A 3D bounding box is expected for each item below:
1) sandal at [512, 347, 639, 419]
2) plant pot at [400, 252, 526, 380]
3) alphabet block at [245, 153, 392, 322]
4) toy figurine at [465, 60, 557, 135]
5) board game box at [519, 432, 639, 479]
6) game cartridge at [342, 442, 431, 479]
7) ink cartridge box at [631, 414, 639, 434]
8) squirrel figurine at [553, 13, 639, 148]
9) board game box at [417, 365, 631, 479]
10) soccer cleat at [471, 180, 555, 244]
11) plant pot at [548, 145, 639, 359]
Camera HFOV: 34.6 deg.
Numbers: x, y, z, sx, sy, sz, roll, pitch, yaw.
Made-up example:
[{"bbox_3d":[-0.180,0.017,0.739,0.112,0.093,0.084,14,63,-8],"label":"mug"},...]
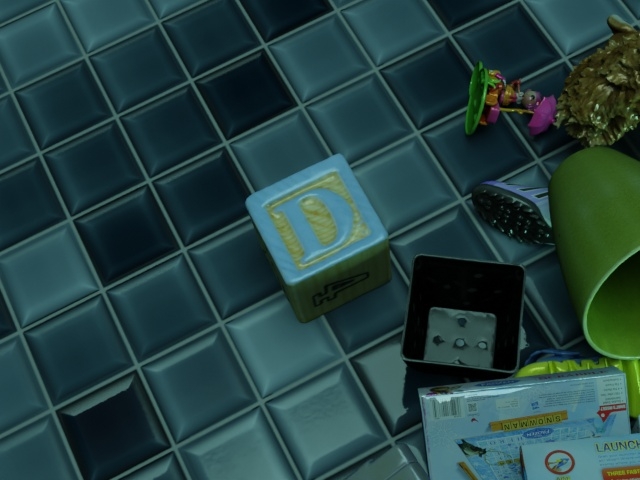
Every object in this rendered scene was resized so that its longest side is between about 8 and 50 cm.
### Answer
[{"bbox_3d":[0.463,0.226,1.701,0.318,0.138,0.126,3,98,-1],"label":"sandal"},{"bbox_3d":[0.240,0.146,1.734,0.188,0.167,0.187,6,67,9],"label":"plant pot"},{"bbox_3d":[0.000,0.000,1.805,0.194,0.197,0.192,-24,67,-5],"label":"alphabet block"},{"bbox_3d":[0.368,-0.260,1.951,0.159,0.130,0.173,11,42,-4],"label":"toy figurine"},{"bbox_3d":[0.442,0.408,1.386,0.308,0.086,0.301,-7,42,7],"label":"board game box"},{"bbox_3d":[0.052,0.502,1.590,0.355,0.068,0.230,-40,63,13],"label":"game cartridge"},{"bbox_3d":[0.552,0.357,1.599,0.128,0.176,0.128,-4,59,4],"label":"ink cartridge box"},{"bbox_3d":[0.593,-0.292,1.789,0.397,0.280,0.370,-7,22,-27],"label":"squirrel figurine"},{"bbox_3d":[0.327,0.373,1.608,0.319,0.066,0.317,-6,93,3],"label":"board game box"},{"bbox_3d":[0.430,-0.050,1.845,0.318,0.108,0.116,20,58,11],"label":"soccer cleat"},{"bbox_3d":[0.483,-0.009,1.639,0.275,0.274,0.293,-18,43,-3],"label":"plant pot"}]
